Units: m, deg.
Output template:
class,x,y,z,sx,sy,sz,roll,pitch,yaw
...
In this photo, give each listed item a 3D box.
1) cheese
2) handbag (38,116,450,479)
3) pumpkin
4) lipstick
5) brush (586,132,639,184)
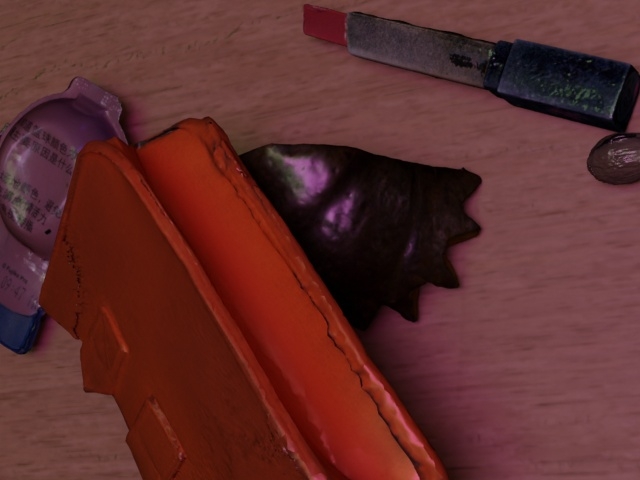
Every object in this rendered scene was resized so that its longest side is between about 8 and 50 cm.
class,x,y,z,sx,sy,sz,roll,pitch,yaw
cheese,-0.279,-0.026,1.148,0.189,0.074,0.286,28,100,27
handbag,-0.081,0.126,0.946,0.410,0.116,0.303,56,144,20
pumpkin,0.000,0.000,0.966,0.254,0.149,0.130,-10,67,24
lipstick,0.118,-0.157,0.982,0.312,0.051,0.051,19,92,29
brush,0.352,-0.089,0.864,0.299,0.039,0.042,-12,78,24
